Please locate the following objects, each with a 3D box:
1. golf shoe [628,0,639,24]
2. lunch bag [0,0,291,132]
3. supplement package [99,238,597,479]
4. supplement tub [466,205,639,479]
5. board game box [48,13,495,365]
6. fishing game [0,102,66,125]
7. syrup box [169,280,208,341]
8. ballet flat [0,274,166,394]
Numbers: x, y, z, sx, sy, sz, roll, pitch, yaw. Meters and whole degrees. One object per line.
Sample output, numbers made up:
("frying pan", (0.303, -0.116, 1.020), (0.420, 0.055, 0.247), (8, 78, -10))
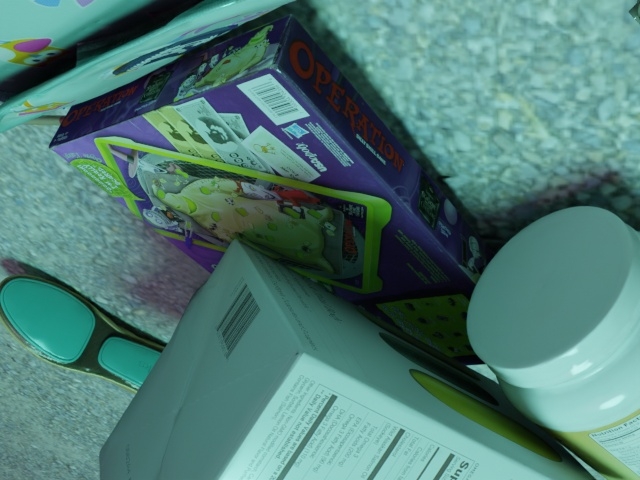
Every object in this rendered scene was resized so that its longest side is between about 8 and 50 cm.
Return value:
("golf shoe", (0.154, -0.142, 0.344), (0.176, 0.069, 0.086), (35, 123, -25))
("lunch bag", (-0.122, -0.153, 0.365), (0.223, 0.160, 0.262), (-15, 158, 36))
("supplement package", (0.016, 0.165, 0.543), (0.263, 0.198, 0.199), (30, -173, -23))
("supplement tub", (0.209, 0.083, 0.534), (0.200, 0.144, 0.144), (38, 142, -24))
("board game box", (0.000, 0.000, 0.589), (0.208, 0.056, 0.347), (-14, 139, 34))
("fishing game", (-0.265, -0.169, 0.530), (0.189, 0.041, 0.264), (5, 149, 35))
("syrup box", (-0.105, 0.149, 0.705), (0.093, 0.236, 0.096), (32, 144, -15))
("ballet flat", (-0.259, 0.117, 0.888), (0.232, 0.080, 0.073), (35, 158, -18))
